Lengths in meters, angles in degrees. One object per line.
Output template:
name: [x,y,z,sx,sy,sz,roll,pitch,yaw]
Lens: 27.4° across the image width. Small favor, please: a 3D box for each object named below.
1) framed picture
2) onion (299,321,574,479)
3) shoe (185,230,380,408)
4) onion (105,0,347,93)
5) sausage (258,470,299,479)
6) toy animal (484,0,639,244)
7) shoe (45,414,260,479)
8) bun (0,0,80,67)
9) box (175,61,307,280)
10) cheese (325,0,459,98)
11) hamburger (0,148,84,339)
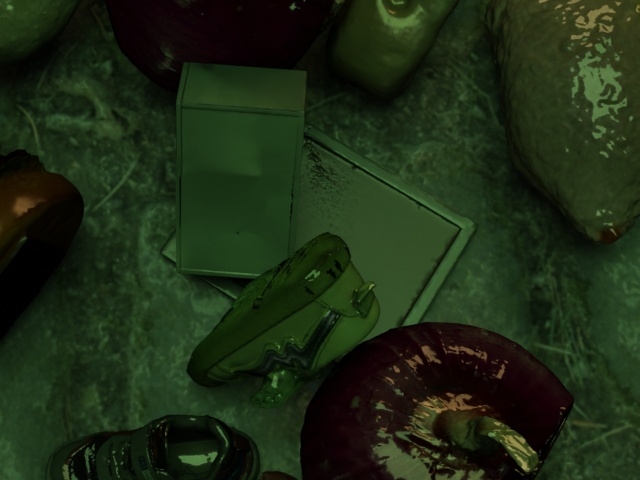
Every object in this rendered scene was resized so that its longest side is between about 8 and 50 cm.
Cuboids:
framed picture: [0.000,0.000,1.505,0.296,0.019,0.232,32,74,7]
onion: [0.107,0.195,1.338,0.230,0.272,0.256,30,37,11]
shoe: [-0.044,0.095,1.351,0.128,0.262,0.140,52,43,5]
onion: [-0.145,-0.347,1.433,0.385,0.348,0.348,28,72,-8]
sausage: [-0.023,0.306,1.372,0.076,0.076,0.141,-37,72,-13]
toy animal: [0.318,-0.166,1.485,0.226,0.188,0.359,-8,73,1]
shoe: [-0.175,0.235,1.364,0.227,0.125,0.099,-6,75,-6]
bun: [-0.394,-0.325,1.498,0.272,0.168,0.273,-10,66,23]
box: [-0.086,-0.071,1.393,0.129,0.225,0.086,4,40,-1]
cheese: [0.094,-0.278,1.503,0.117,0.218,0.235,26,50,-6]
hamburger: [-0.406,-0.005,1.359,0.225,0.291,0.291,40,74,5]
